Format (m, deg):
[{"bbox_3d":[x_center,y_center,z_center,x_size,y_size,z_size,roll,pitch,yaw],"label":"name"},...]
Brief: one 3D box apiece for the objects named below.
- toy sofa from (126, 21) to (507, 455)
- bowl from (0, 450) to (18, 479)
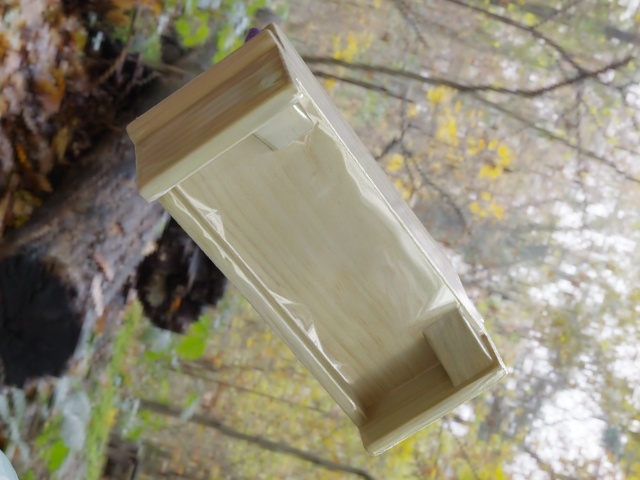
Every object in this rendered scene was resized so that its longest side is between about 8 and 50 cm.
[{"bbox_3d":[0.000,0.000,0.945,0.150,0.362,0.177,-34,-150,9],"label":"toy sofa"},{"bbox_3d":[-0.289,0.224,0.664,0.311,0.163,0.311,9,90,-77],"label":"bowl"}]
